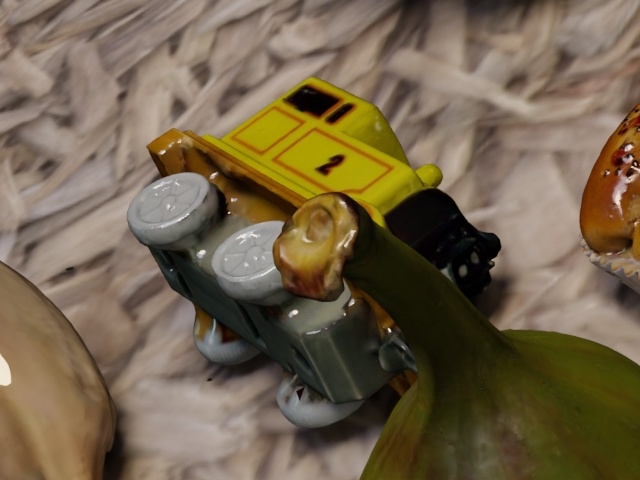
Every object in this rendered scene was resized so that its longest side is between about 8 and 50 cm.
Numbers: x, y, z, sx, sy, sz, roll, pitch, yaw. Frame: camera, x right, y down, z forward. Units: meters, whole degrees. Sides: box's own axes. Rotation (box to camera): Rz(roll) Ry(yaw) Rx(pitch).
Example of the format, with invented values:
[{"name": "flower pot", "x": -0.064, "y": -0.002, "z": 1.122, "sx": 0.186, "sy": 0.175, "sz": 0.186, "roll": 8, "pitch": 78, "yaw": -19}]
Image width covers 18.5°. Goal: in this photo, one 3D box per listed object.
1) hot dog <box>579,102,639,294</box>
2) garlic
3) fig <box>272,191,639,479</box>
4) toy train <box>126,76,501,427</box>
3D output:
[{"name": "hot dog", "x": 0.176, "y": -0.052, "z": 0.785, "sx": 0.108, "sy": 0.059, "sz": 0.191, "roll": 15, "pitch": 59, "yaw": 42}, {"name": "garlic", "x": -0.193, "y": 0.083, "z": 0.920, "sx": 0.338, "sy": 0.151, "sz": 0.196, "roll": 0, "pitch": 78, "yaw": 31}, {"name": "fig", "x": 0.043, "y": 0.068, "z": 0.602, "sx": 0.151, "sy": 0.259, "sz": 0.151, "roll": -24, "pitch": 30, "yaw": 15}, {"name": "toy train", "x": 0.000, "y": 0.000, "z": 0.853, "sx": 0.127, "sy": 0.089, "sz": 0.219, "roll": -38, "pitch": 34, "yaw": -16}]
